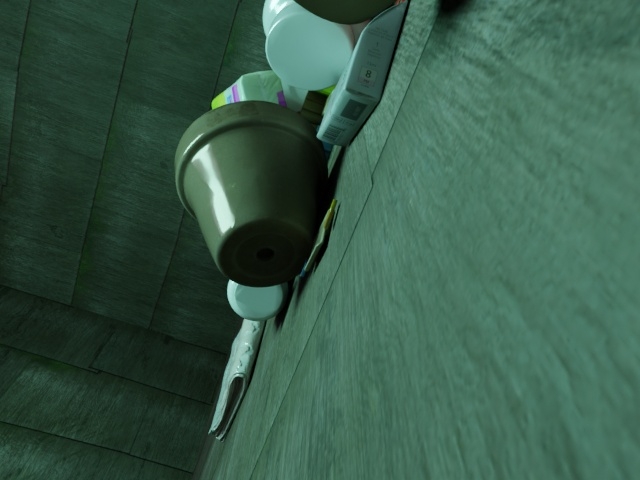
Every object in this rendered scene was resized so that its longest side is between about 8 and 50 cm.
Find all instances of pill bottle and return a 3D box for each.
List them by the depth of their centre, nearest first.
[{"bbox_3d":[0.003,-0.421,1.029,0.188,0.188,0.333,116,168,-48],"label":"pill bottle"},{"bbox_3d":[-0.116,0.090,1.074,0.187,0.112,0.111,-178,106,-83],"label":"pill bottle"},{"bbox_3d":[-0.030,-0.367,1.405,0.283,0.161,0.161,-107,36,-79],"label":"pill bottle"}]

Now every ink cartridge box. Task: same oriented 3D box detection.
[{"bbox_3d":[0.066,-0.272,0.838,0.189,0.066,0.232,138,146,-76],"label":"ink cartridge box"}]

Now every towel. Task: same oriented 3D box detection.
[{"bbox_3d":[-0.196,0.285,1.453,0.331,0.054,0.316,-80,11,-49],"label":"towel"}]

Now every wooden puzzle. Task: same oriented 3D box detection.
[{"bbox_3d":[0.000,0.000,0.810,0.116,0.014,0.078,119,172,-56],"label":"wooden puzzle"}]

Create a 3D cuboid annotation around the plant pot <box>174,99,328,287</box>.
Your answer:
[{"bbox_3d":[-0.100,-0.057,0.933,0.229,0.263,0.263,-105,30,-46],"label":"plant pot"}]

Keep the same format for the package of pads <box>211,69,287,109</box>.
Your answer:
[{"bbox_3d":[-0.133,-0.182,1.224,0.229,0.101,0.296,2,105,65],"label":"package of pads"}]

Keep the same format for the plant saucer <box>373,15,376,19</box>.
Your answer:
[{"bbox_3d":[0.106,-0.511,1.231,0.195,0.038,0.194,-161,90,-83],"label":"plant saucer"}]

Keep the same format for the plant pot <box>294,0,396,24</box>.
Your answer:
[{"bbox_3d":[0.050,-0.345,0.451,0.191,0.284,0.284,-14,49,39],"label":"plant pot"}]

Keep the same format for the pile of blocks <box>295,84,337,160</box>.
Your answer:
[{"bbox_3d":[-0.018,-0.247,1.197,0.149,0.113,0.362,-83,13,-60],"label":"pile of blocks"}]
